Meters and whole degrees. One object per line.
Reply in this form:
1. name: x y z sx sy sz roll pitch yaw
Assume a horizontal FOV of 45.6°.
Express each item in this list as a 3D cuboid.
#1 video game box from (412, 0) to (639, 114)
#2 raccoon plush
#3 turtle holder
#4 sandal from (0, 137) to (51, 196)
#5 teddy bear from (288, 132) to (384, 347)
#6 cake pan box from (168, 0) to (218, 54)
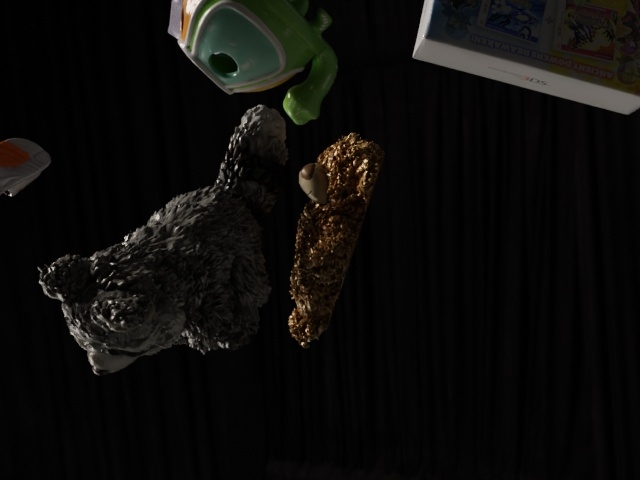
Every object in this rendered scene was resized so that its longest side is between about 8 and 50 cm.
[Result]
1. video game box: 0.198 -0.224 0.665 0.205 0.187 0.048 14 -15 -5
2. raccoon plush: -0.214 -0.029 1.063 0.216 0.447 0.299 2 -14 21
3. turtle holder: -0.116 -0.380 1.402 0.243 0.227 0.320 52 10 34
4. sandal: -0.700 -0.131 1.634 0.076 0.102 0.265 -46 3 43
5. teddy bear: 0.000 0.000 1.171 0.113 0.338 0.245 17 46 2
6. cake pan box: -0.200 -0.495 1.602 0.245 0.267 0.070 32 48 12
